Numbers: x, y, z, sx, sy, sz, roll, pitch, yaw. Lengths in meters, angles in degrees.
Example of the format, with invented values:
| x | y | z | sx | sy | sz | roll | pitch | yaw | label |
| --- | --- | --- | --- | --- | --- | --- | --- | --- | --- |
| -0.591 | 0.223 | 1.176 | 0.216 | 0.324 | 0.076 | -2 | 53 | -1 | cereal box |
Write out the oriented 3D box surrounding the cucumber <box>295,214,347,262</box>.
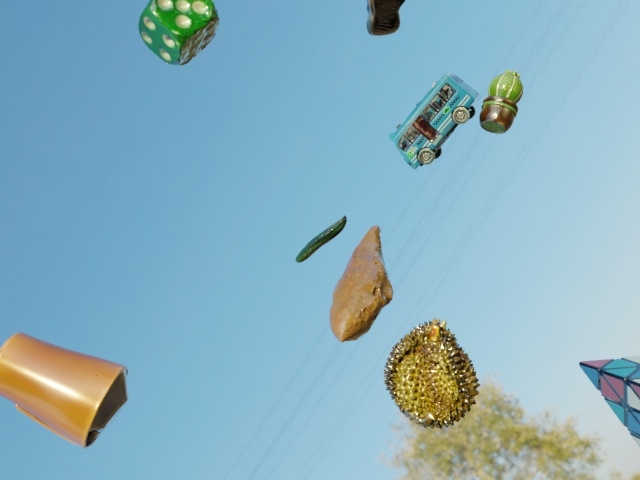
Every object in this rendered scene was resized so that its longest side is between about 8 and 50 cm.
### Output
| x | y | z | sx | sy | sz | roll | pitch | yaw | label |
| --- | --- | --- | --- | --- | --- | --- | --- | --- | --- |
| 0.000 | 0.000 | 2.141 | 0.184 | 0.033 | 0.036 | -38 | -12 | 25 | cucumber |

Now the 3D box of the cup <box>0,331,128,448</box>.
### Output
| x | y | z | sx | sy | sz | roll | pitch | yaw | label |
| --- | --- | --- | --- | --- | --- | --- | --- | --- | --- |
| -0.537 | 0.315 | 1.758 | 0.182 | 0.264 | 0.226 | -63 | -3 | -56 | cup |

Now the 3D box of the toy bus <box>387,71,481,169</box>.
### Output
| x | y | z | sx | sy | sz | roll | pitch | yaw | label |
| --- | --- | --- | --- | --- | --- | --- | --- | --- | --- |
| 0.295 | -0.307 | 2.202 | 0.246 | 0.134 | 0.113 | -50 | -5 | 24 | toy bus |

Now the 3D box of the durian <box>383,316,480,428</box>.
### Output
| x | y | z | sx | sy | sz | roll | pitch | yaw | label |
| --- | --- | --- | --- | --- | --- | --- | --- | --- | --- |
| 0.305 | 0.369 | 2.344 | 0.258 | 0.293 | 0.258 | -23 | -14 | -6 | durian |

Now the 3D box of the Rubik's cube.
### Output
| x | y | z | sx | sy | sz | roll | pitch | yaw | label |
| --- | --- | --- | --- | --- | --- | --- | --- | --- | --- |
| 0.706 | 0.320 | 1.920 | 0.284 | 0.250 | 0.234 | -61 | -18 | -1 | Rubik's cube |

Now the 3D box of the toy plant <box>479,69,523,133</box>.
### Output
| x | y | z | sx | sy | sz | roll | pitch | yaw | label |
| --- | --- | --- | --- | --- | --- | --- | --- | --- | --- |
| 0.463 | -0.356 | 2.167 | 0.162 | 0.093 | 0.093 | -68 | -22 | -16 | toy plant |

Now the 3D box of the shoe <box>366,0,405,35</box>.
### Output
| x | y | z | sx | sy | sz | roll | pitch | yaw | label |
| --- | --- | --- | --- | --- | --- | --- | --- | --- | --- |
| 0.151 | -0.595 | 2.055 | 0.099 | 0.112 | 0.227 | -8 | -28 | -8 | shoe |

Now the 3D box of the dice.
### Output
| x | y | z | sx | sy | sz | roll | pitch | yaw | label |
| --- | --- | --- | --- | --- | --- | --- | --- | --- | --- |
| -0.293 | -0.451 | 1.778 | 0.131 | 0.120 | 0.128 | -47 | -1 | -28 | dice |

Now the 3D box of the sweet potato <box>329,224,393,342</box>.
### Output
| x | y | z | sx | sy | sz | roll | pitch | yaw | label |
| --- | --- | --- | --- | --- | --- | --- | --- | --- | --- |
| 0.050 | 0.050 | 0.963 | 0.206 | 0.068 | 0.060 | -77 | -19 | -51 | sweet potato |
